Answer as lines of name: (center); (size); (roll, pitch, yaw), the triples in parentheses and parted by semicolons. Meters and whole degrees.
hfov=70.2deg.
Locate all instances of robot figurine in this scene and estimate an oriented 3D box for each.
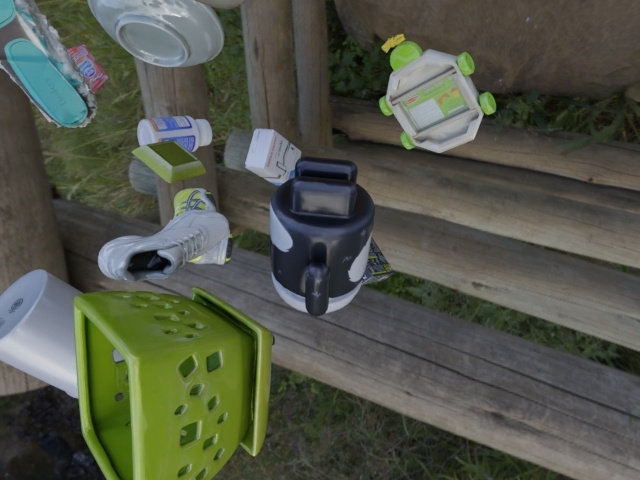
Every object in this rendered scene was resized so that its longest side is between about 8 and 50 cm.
robot figurine: (0.002, -0.001, 0.772); (0.173, 0.209, 0.278); (33, 137, 29)

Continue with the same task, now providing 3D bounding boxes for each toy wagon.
toy wagon: (0.288, -0.399, 1.216); (0.267, 0.068, 0.344); (-18, 119, 43)

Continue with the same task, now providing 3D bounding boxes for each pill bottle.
pill bottle: (-0.595, -0.435, 1.885); (0.152, 0.272, 0.152); (20, 118, 42)

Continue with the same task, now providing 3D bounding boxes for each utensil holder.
utensil holder: (-0.922, 0.329, 1.615); (0.328, 0.327, 0.385); (-15, 135, 25)

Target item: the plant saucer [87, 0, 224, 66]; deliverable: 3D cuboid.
plant saucer: (-0.499, -0.631, 1.379); (0.400, 0.400, 0.100); (2, 74, 21)

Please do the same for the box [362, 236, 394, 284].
box: (0.161, 0.054, 1.707); (0.060, 0.270, 0.216); (-36, 75, 21)

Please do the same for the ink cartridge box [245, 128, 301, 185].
ink cartridge box: (-0.167, -0.297, 1.658); (0.086, 0.203, 0.148); (10, 83, 28)

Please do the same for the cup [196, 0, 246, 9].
cup: (-0.221, -0.499, 0.586); (0.331, 0.237, 0.331); (16, 112, 46)

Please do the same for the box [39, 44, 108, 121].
box: (-0.979, -0.600, 1.755); (0.300, 0.154, 0.142); (-20, 110, 39)

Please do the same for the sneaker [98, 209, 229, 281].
sneaker: (-0.250, 0.019, 0.789); (0.115, 0.232, 0.090); (22, 131, 49)

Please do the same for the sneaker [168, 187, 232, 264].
sneaker: (-0.388, -0.059, 1.363); (0.385, 0.147, 0.145); (41, 126, 49)

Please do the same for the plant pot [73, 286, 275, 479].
plant pot: (-0.196, 0.191, 0.631); (0.228, 0.207, 0.227); (19, 109, 46)

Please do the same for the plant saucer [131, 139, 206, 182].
plant saucer: (-0.516, -0.288, 1.584); (0.188, 0.188, 0.045); (39, 123, 11)

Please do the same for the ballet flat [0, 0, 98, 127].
ballet flat: (-0.574, -0.401, 0.856); (0.147, 0.147, 0.409); (0, 136, 22)
